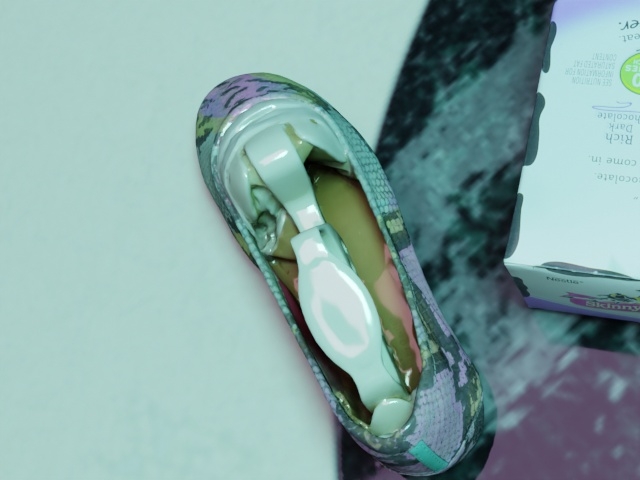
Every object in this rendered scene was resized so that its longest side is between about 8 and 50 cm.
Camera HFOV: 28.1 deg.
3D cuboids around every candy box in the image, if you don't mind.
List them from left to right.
[{"bbox_3d":[0.177,-0.060,0.527,0.164,0.070,0.196,8,74,20],"label":"candy box"}]

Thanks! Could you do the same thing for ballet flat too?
[{"bbox_3d":[0.000,0.000,0.558,0.077,0.079,0.221,-31,66,7],"label":"ballet flat"}]
